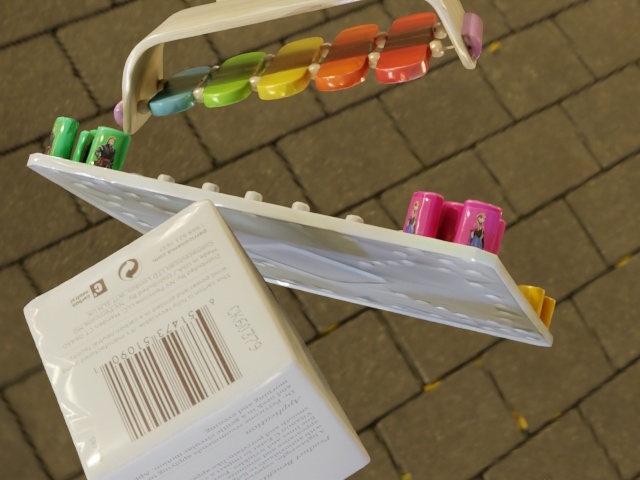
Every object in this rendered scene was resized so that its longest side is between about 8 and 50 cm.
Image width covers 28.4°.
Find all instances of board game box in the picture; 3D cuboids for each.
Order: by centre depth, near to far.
[{"bbox_3d":[0.000,0.000,1.123,0.389,0.390,0.050,13,81,19],"label":"board game box"}]

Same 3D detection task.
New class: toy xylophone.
[{"bbox_3d":[-0.016,-0.178,1.095,0.236,0.322,0.081,-56,136,-62],"label":"toy xylophone"}]

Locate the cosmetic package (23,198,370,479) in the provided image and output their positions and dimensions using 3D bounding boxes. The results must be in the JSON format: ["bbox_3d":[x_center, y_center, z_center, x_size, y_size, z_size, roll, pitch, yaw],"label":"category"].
[{"bbox_3d":[-0.082,0.103,0.877,0.151,0.184,0.151,-30,55,-1],"label":"cosmetic package"}]
